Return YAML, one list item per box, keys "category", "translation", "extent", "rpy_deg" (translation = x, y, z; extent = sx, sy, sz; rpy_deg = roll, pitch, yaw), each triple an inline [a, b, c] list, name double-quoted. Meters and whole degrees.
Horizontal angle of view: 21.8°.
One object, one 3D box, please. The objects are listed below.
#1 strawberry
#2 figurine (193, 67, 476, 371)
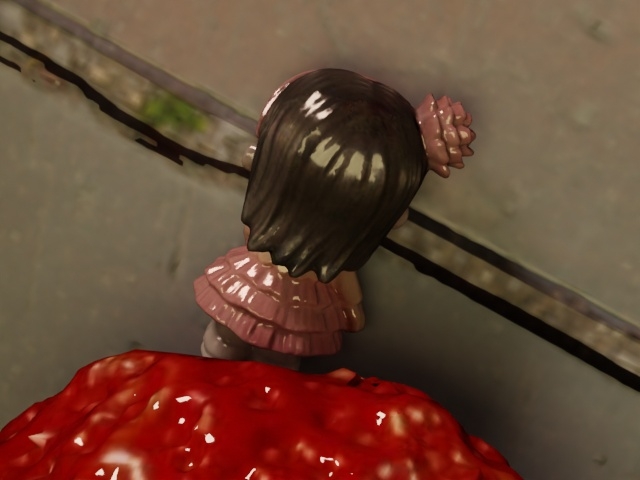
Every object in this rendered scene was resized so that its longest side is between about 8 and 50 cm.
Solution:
- category: "strawberry"
  translation: [-0.031, 0.172, 0.515]
  extent: [0.257, 0.277, 0.257]
  rpy_deg: [6, 122, 10]
- category: "figurine"
  translation: [0.000, 0.000, 0.580]
  extent: [0.072, 0.054, 0.129]
  rpy_deg: [24, 113, 1]
